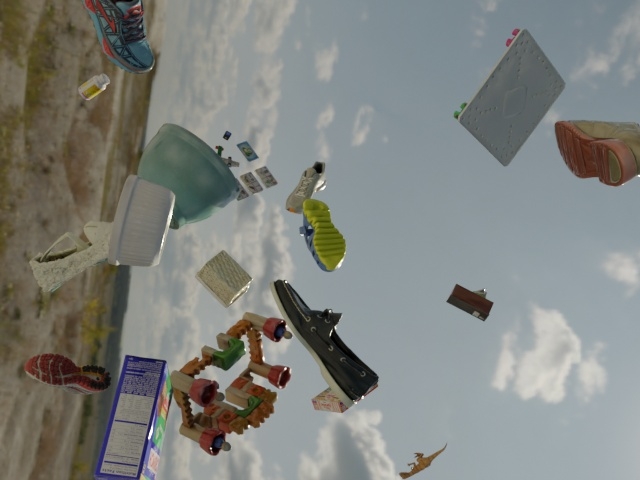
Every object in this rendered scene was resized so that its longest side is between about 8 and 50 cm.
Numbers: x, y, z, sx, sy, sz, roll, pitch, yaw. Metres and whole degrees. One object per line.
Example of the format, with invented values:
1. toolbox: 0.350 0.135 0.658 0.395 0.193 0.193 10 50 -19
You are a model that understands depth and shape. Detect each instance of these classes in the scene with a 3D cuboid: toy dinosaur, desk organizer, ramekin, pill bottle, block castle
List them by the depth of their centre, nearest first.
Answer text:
1. ramekin: -0.400 -0.037 1.513 0.207 0.109 0.207 -167 -90 -79
2. pill bottle: -0.621 -0.424 1.842 0.083 0.043 0.043 -27 -137 18
3. desk organizer: 0.459 0.189 2.053 0.050 0.130 0.047 -57 169 -33
4. block castle: -0.274 0.477 2.256 0.453 0.213 0.303 -38 134 -46
5. toy dinosaur: 0.377 0.782 2.373 0.211 0.064 0.112 -39 180 5

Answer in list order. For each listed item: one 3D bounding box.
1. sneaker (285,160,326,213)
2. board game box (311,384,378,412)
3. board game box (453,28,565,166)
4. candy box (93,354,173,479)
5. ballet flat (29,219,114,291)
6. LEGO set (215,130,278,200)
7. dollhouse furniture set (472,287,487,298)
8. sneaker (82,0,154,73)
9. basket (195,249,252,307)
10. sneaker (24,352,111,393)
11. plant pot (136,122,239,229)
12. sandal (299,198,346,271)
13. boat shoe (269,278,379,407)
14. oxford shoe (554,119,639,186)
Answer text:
1. sneaker: -0.057 -0.210 2.546 0.121 0.099 0.262 96 20 -45
2. board game box: 0.086 0.537 2.363 0.147 0.193 0.045 -9 -77 50
3. board game box: 0.701 -0.518 2.472 0.390 0.390 0.050 -54 -136 6
4. candy box: -0.485 0.504 1.783 0.268 0.122 0.317 102 -5 -59
5. ballet flat: -0.682 0.023 1.950 0.147 0.409 0.147 57 16 -26
6. LEGO set: -0.280 -0.244 2.200 0.244 0.182 0.060 54 -41 8
7. dollhouse furniture set: 0.522 0.202 2.168 0.059 0.152 0.076 7 -81 36
8. sneaker: -0.441 -0.491 1.482 0.125 0.262 0.104 2 -141 43
9. basket: -0.336 0.131 2.347 0.113 0.167 0.103 -42 174 -40
10. sneaker: -0.688 0.374 1.807 0.093 0.225 0.088 -35 -138 36
11. plant pot: -0.403 -0.156 1.897 0.196 0.293 0.293 -51 -176 -22
12. sandal: 0.000 0.000 2.360 0.317 0.126 0.138 -106 -149 -45
13. boat shoe: 0.015 0.214 1.534 0.340 0.113 0.127 56 7 5
14. oxford shoe: 0.704 -0.230 1.650 0.397 0.146 0.140 -108 178 -67
